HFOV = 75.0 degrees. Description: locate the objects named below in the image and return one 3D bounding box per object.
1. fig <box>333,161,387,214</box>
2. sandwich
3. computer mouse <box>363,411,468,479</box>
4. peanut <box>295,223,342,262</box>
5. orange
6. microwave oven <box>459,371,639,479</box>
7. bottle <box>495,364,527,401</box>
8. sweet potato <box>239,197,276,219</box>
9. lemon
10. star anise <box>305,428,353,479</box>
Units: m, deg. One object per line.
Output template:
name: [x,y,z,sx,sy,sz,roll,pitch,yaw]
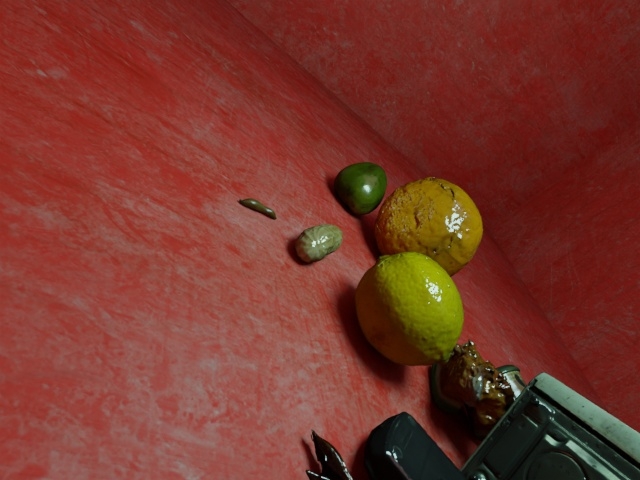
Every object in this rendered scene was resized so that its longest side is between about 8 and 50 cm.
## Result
fig: [0.147,-0.187,1.459,0.181,0.191,0.181,43,-10,9]
sandwich: [0.353,0.364,1.014,0.301,0.162,0.250,66,10,-64]
computer mouse: [0.179,0.437,0.709,0.269,0.100,0.170,49,20,15]
peanut: [0.000,0.000,1.054,0.083,0.093,0.194,38,26,12]
orange: [0.352,-0.026,1.366,0.293,0.340,0.340,34,27,-50]
microwave oven: [0.491,0.485,0.737,0.247,0.333,0.394,40,-1,-21]
bottle: [0.570,0.503,1.184,0.156,0.143,0.271,0,45,-24]
sweet potato: [-0.146,-0.080,1.012,0.115,0.026,0.026,25,34,-37]
lemon: [0.204,0.156,0.977,0.267,0.267,0.267,36,28,-23]
star anise: [0.025,0.392,0.586,0.212,0.053,0.157,53,26,7]
